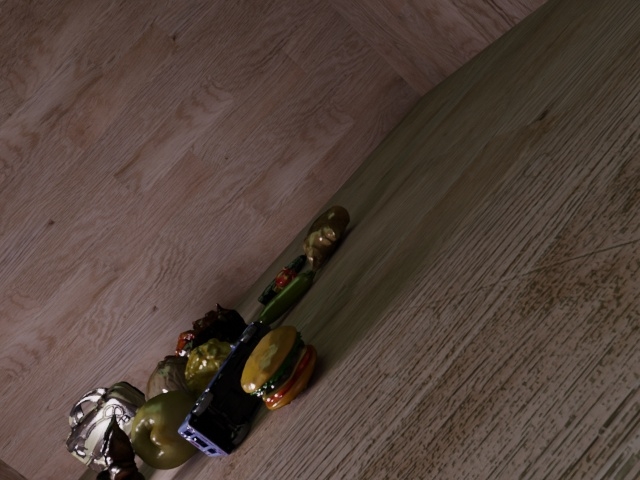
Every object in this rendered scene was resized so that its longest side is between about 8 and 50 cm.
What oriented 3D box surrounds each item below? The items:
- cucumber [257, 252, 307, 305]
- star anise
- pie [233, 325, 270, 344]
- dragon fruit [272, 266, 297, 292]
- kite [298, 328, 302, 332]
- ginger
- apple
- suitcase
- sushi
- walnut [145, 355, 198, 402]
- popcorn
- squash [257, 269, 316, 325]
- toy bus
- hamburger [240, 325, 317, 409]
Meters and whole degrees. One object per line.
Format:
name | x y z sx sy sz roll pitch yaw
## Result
cucumber | -0.160 0.167 1.886 0.294 0.067 0.067 -49 8 -11
star anise | -0.492 0.562 1.033 0.102 0.272 0.272 -19 -4 -23
pie | -0.271 0.375 1.455 0.282 0.068 0.129 -42 7 17
dragon fruit | -0.149 0.167 1.770 0.116 0.081 0.086 -46 18 6
kite | -0.063 0.251 1.157 0.078 0.002 0.044 -50 8 -8
ginger | 0.000 0.000 1.607 0.218 0.123 0.270 -34 15 50
apple | -0.384 0.481 1.101 0.200 0.200 0.200 -47 8 8
suitcase | -0.900 0.783 1.851 0.352 0.339 0.194 -49 8 -2
sushi | -0.426 0.394 1.625 0.343 0.181 0.197 -33 -25 -58
walnut | -0.425 0.459 1.313 0.224 0.224 0.224 -47 8 8
popcorn | -0.273 0.352 1.175 0.197 0.197 0.156 -42 8 36
squash | -0.112 0.191 1.446 0.258 0.069 0.069 -43 7 -12
toy bus | -0.193 0.335 0.997 0.133 0.125 0.292 -41 12 44
hamburger | -0.080 0.247 0.844 0.162 0.115 0.162 -49 8 9
